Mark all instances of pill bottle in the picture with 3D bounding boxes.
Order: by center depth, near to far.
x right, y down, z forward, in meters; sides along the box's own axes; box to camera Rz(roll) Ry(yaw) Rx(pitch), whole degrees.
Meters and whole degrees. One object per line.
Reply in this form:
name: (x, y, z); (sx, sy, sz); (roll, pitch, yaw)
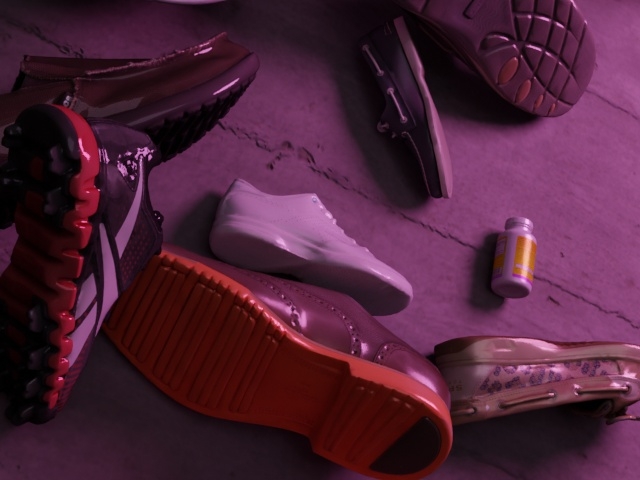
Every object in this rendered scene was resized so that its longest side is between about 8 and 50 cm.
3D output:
pill bottle: (0.211, 0.018, 1.194); (0.043, 0.043, 0.083); (22, 63, -19)

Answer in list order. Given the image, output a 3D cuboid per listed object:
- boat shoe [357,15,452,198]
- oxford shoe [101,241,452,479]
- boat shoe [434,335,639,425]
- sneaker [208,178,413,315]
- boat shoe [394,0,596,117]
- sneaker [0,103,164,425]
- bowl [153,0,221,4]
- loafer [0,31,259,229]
boat shoe: (0.092, -0.137, 1.196); (0.064, 0.075, 0.206); (-17, 83, 12)
oxford shoe: (-0.047, 0.091, 1.010); (0.363, 0.130, 0.133); (30, 27, -7)
boat shoe: (0.250, 0.153, 1.137); (0.285, 0.104, 0.089); (5, 73, -15)
sneaker: (0.000, 0.000, 1.078); (0.212, 0.080, 0.094); (24, 50, -16)
boat shoe: (0.174, -0.264, 1.219); (0.355, 0.130, 0.132); (34, 100, -37)
sneaker: (-0.193, 0.023, 0.888); (0.097, 0.276, 0.135); (29, 25, 36)
bowl: (-0.158, -0.354, 1.073); (0.297, 0.134, 0.298); (2, 82, -19)
loafer: (-0.214, -0.120, 0.971); (0.365, 0.134, 0.130); (-27, 84, -32)
